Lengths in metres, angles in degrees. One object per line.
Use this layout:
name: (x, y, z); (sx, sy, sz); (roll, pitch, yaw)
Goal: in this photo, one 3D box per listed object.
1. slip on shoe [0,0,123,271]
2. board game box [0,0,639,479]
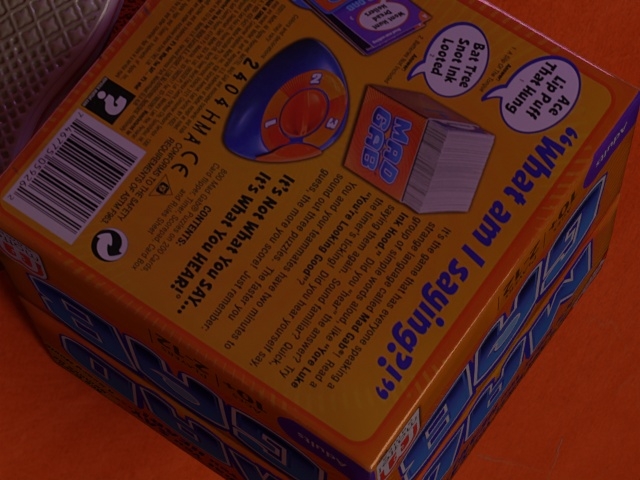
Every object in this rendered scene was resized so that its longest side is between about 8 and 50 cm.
slip on shoe: (-0.232, -0.122, 1.556); (0.331, 0.123, 0.101); (-69, 164, 3)
board game box: (0.000, 0.000, 1.587); (0.356, 0.356, 0.356); (-53, 164, -17)
